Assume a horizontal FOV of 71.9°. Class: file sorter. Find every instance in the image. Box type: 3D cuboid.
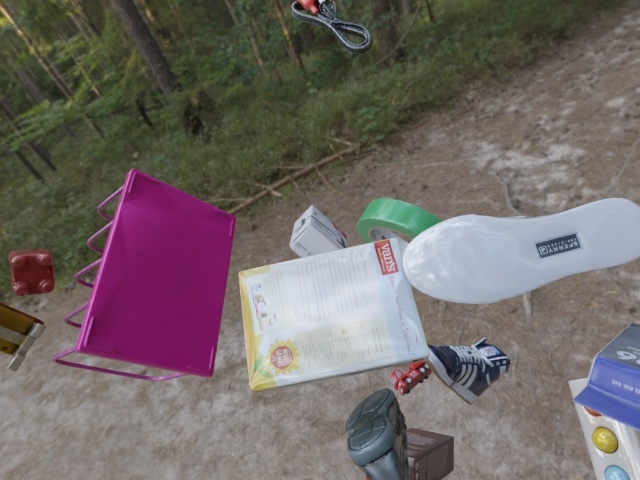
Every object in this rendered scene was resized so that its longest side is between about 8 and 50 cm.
[{"bbox_3d":[-0.295,0.075,0.749,0.182,0.202,0.291,-23,53,39],"label":"file sorter"}]

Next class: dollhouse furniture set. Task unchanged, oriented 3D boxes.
[{"bbox_3d":[-0.575,0.012,0.655,0.152,0.374,0.201,6,63,56],"label":"dollhouse furniture set"}]

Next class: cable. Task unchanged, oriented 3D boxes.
[{"bbox_3d":[0.018,-0.586,1.147,0.139,0.072,0.287,-29,65,-3],"label":"cable"}]

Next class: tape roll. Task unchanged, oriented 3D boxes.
[{"bbox_3d":[0.266,0.000,1.331,0.321,0.321,0.077,13,65,48],"label":"tape roll"}]

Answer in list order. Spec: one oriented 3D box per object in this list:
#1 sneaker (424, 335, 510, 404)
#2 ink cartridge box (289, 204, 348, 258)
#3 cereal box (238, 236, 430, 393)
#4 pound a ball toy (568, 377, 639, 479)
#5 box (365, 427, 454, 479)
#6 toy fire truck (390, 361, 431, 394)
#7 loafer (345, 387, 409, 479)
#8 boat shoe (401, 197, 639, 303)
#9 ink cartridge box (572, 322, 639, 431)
[{"bbox_3d":[0.346,0.280,1.049,0.153,0.282,0.099,-42,39,6],"label":"sneaker"},{"bbox_3d":[0.000,0.000,0.826,0.056,0.099,0.135,-46,13,15],"label":"ink cartridge box"},{"bbox_3d":[0.013,0.103,0.616,0.239,0.047,0.173,-12,65,3],"label":"cereal box"},{"bbox_3d":[0.700,0.420,0.998,0.208,0.135,0.320,-41,50,55],"label":"pound a ball toy"},{"bbox_3d":[0.340,0.812,1.638,0.191,0.381,0.143,-5,80,37],"label":"box"},{"bbox_3d":[0.259,0.367,1.321,0.192,0.047,0.135,-22,37,-36],"label":"toy fire truck"},{"bbox_3d":[0.094,0.310,0.694,0.096,0.084,0.267,-33,-8,5],"label":"loafer"},{"bbox_3d":[0.248,0.014,0.568,0.300,0.108,0.102,-14,-10,-2],"label":"boat shoe"},{"bbox_3d":[0.619,0.241,0.700,0.307,0.072,0.303,-9,19,-42],"label":"ink cartridge box"}]
